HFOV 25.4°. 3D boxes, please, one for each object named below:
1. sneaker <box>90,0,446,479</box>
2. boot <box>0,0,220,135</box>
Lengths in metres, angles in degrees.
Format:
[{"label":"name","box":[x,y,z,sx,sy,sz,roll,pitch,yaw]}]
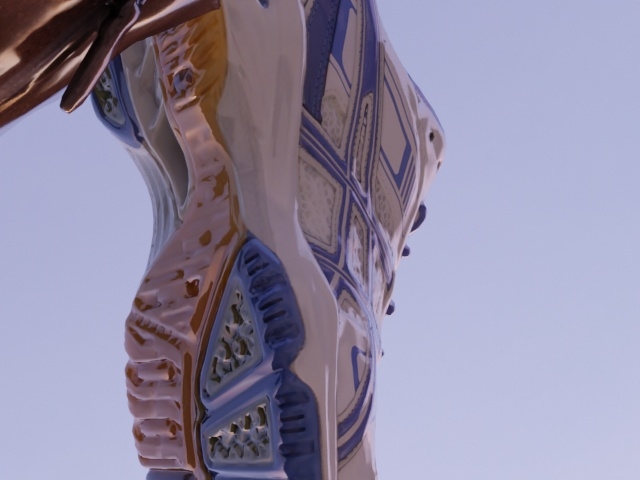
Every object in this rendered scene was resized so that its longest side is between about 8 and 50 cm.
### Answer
[{"label":"sneaker","box":[0.000,0.000,0.519,0.131,0.112,0.296,-7,-88,-39]},{"label":"boot","box":[-0.138,-0.040,0.283,0.207,0.090,0.248,-32,-10,6]}]
